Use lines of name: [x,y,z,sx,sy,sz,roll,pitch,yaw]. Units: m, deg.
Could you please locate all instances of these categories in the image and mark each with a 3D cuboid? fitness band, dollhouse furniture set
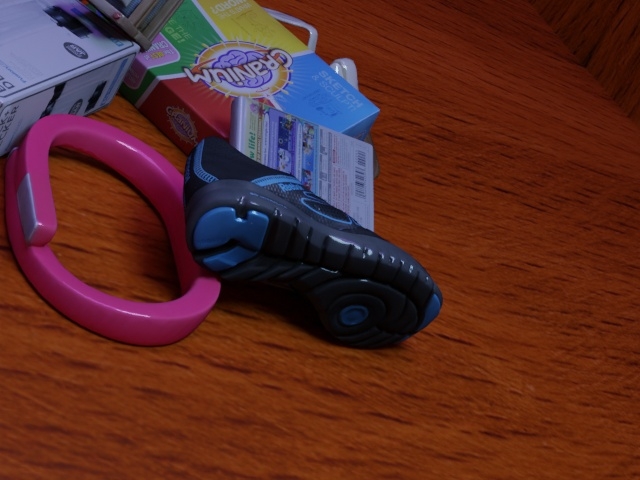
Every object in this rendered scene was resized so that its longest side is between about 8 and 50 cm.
fitness band: [-0.202,-0.015,1.125,0.209,0.054,0.290,21,31,-32]
dollhouse furniture set: [-0.243,-0.333,1.303,0.184,0.129,0.129,38,0,7]

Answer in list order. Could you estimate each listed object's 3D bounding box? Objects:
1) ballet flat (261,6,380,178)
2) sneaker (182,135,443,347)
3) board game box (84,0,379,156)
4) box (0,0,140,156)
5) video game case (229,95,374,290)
ballet flat: [-0.028,-0.228,1.580,0.342,0.124,0.116,43,26,13]
sneaker: [0.000,0.000,1.197,0.341,0.125,0.139,32,27,-38]
board game box: [-0.116,-0.202,1.435,0.316,0.064,0.242,42,44,13]
box: [-0.333,-0.190,1.205,0.169,0.087,0.290,38,27,4]
video game case: [-0.020,-0.041,1.299,0.193,0.023,0.212,17,61,-33]
